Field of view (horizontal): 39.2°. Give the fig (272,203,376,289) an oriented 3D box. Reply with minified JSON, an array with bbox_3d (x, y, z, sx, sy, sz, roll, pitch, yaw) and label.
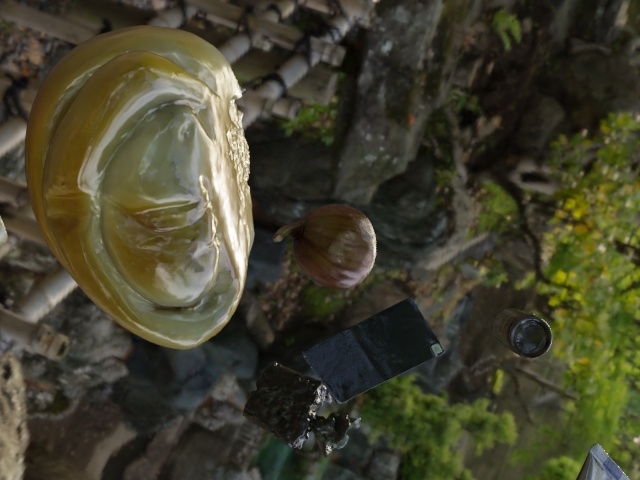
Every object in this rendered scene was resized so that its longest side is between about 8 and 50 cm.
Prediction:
[{"bbox_3d":[0.003,-0.001,1.758,0.175,0.207,0.175,-61,-167,25],"label":"fig"}]

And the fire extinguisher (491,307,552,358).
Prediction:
[{"bbox_3d":[0.363,0.178,1.649,0.075,0.106,0.252,-29,180,-1],"label":"fire extinguisher"}]

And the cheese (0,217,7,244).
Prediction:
[{"bbox_3d":[-0.790,-0.144,1.849,0.104,0.384,0.384,-30,148,-25],"label":"cheese"}]

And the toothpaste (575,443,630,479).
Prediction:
[{"bbox_3d":[0.277,0.364,1.007,0.096,0.061,0.266,47,64,-26],"label":"toothpaste"}]

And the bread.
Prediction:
[{"bbox_3d":[-0.206,-0.066,1.203,0.328,0.245,0.424,-20,120,-25],"label":"bread"}]

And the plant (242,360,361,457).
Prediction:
[{"bbox_3d":[-0.032,0.312,1.635,0.131,0.203,0.142,-57,176,-12],"label":"plant"}]

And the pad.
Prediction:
[{"bbox_3d":[0.081,0.171,1.370,0.116,0.193,0.004,58,13,-22],"label":"pad"}]
